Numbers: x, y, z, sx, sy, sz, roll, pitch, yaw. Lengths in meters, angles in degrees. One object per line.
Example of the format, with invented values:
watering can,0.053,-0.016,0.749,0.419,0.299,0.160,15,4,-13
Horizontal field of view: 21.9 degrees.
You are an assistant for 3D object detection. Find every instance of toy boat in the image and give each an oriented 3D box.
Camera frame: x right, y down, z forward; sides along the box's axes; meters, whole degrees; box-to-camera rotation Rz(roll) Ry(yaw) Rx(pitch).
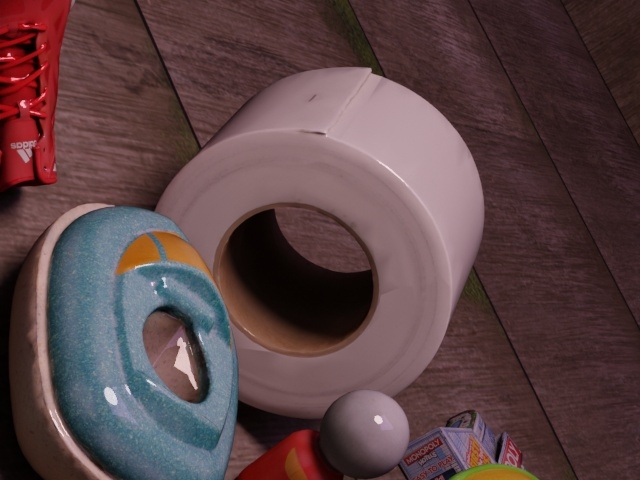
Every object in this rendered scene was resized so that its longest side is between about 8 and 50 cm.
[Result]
toy boat,-0.078,0.101,1.182,0.318,0.148,0.267,38,30,-36

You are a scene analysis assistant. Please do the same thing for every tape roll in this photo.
tape roll,0.000,0.000,1.335,0.246,0.246,0.169,53,25,-10

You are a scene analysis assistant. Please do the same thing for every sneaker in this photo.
sneaker,-0.206,-0.112,1.165,0.221,0.087,0.128,97,-17,-62

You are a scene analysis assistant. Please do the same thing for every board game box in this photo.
board game box,0.155,0.238,1.570,0.194,0.060,0.194,54,24,-11

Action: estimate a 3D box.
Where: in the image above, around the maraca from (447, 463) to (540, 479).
maraca,0.131,0.259,1.428,0.186,0.099,0.127,-3,84,-29
